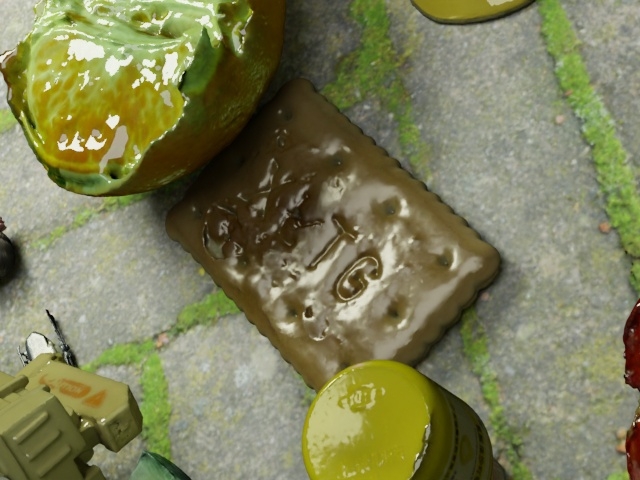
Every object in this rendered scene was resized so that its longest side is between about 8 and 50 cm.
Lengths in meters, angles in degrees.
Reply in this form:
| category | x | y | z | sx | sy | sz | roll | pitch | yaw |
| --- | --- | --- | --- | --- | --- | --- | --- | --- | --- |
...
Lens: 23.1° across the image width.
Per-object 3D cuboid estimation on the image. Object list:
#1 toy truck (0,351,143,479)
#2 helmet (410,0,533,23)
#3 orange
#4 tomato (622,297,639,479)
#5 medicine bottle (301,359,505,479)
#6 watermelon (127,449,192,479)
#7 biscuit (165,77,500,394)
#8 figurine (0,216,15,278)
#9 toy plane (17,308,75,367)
| category | x | y | z | sx | sy | sz | roll | pitch | yaw |
| --- | --- | --- | --- | --- | --- | --- | --- | --- | --- |
| toy truck | -0.346 | 0.190 | 1.453 | 0.254 | 0.180 | 0.405 | -35 | 28 | -29 |
| helmet | 0.134 | -0.353 | 1.498 | 0.205 | 0.140 | 0.257 | -7 | 65 | 26 |
| orange | -0.155 | -0.191 | 1.551 | 0.263 | 0.196 | 0.334 | -2 | 61 | 47 |
| tomato | 0.341 | 0.125 | 1.192 | 0.200 | 0.140 | 0.233 | 16 | 113 | 39 |
| medicine bottle | 0.082 | 0.179 | 1.264 | 0.122 | 0.212 | 0.121 | -11 | 66 | 25 |
| watermelon | -0.114 | 0.349 | 1.363 | 0.302 | 0.151 | 0.264 | -53 | 57 | 22 |
| biscuit | 0.000 | 0.000 | 1.485 | 0.217 | 0.044 | 0.325 | -48 | 56 | 6 |
| figurine | -0.380 | 0.032 | 1.678 | 0.129 | 0.054 | 0.072 | -40 | 42 | 18 |
| toy plane | -0.272 | 0.127 | 1.591 | 0.049 | 0.031 | 0.120 | -33 | 55 | 3 |
